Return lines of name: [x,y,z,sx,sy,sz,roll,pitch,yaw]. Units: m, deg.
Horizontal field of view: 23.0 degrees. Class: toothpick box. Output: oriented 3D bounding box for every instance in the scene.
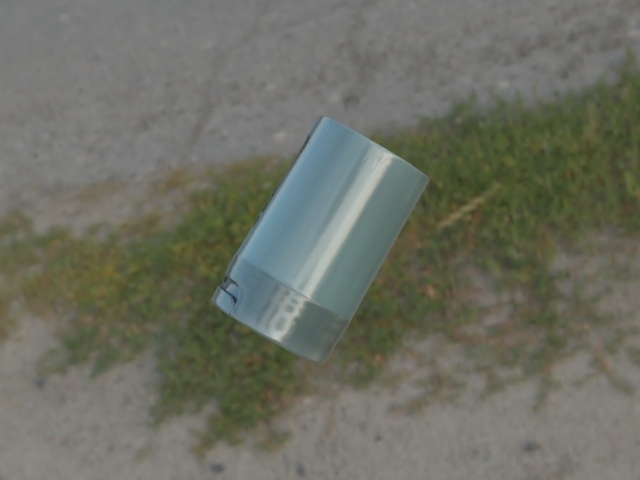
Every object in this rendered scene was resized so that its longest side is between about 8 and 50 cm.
toothpick box: [0.000,0.000,0.604,0.052,0.052,0.083,30,89,48]
